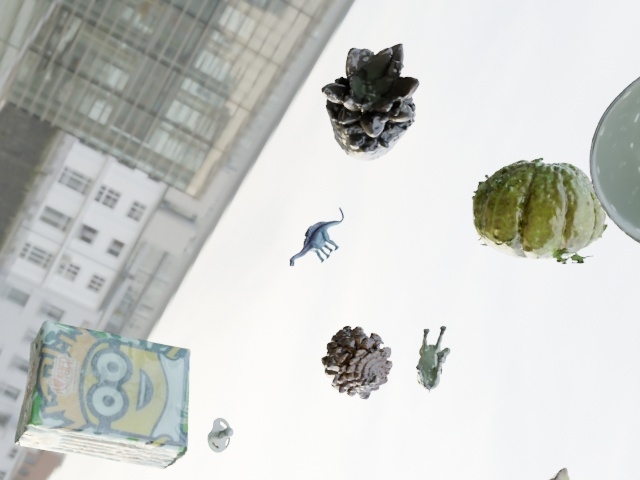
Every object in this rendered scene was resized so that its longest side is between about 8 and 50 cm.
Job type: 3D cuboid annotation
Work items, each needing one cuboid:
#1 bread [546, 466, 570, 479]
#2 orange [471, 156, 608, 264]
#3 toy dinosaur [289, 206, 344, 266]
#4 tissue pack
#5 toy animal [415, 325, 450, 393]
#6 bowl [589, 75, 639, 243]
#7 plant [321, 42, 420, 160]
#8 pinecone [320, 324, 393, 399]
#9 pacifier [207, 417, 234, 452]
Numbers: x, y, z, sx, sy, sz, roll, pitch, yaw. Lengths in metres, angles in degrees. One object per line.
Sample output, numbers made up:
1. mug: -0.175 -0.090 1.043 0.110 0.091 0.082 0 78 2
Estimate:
1. bread: 0.487 0.616 1.962 0.233 0.088 0.161 -18 142 -50
2. orange: 0.492 -0.078 1.949 0.301 0.300 0.223 -25 121 -62
3. toy dinosaur: 0.000 0.000 1.943 0.197 0.080 0.045 -47 -176 -29
4. tissue pack: -0.416 0.304 1.700 0.128 0.311 0.228 -47 -143 43
5. toy animal: 0.275 0.307 2.152 0.217 0.073 0.176 -67 158 -53
6. bowl: 0.591 -0.149 1.340 0.337 0.337 0.157 -51 -177 35
7. plant: 0.116 -0.291 1.863 0.194 0.181 0.320 -38 173 -8
8. pinecone: 0.079 0.263 1.941 0.173 0.173 0.173 -55 -163 26
9. pacifier: -0.218 0.440 1.967 0.064 0.068 0.083 -22 -148 39
